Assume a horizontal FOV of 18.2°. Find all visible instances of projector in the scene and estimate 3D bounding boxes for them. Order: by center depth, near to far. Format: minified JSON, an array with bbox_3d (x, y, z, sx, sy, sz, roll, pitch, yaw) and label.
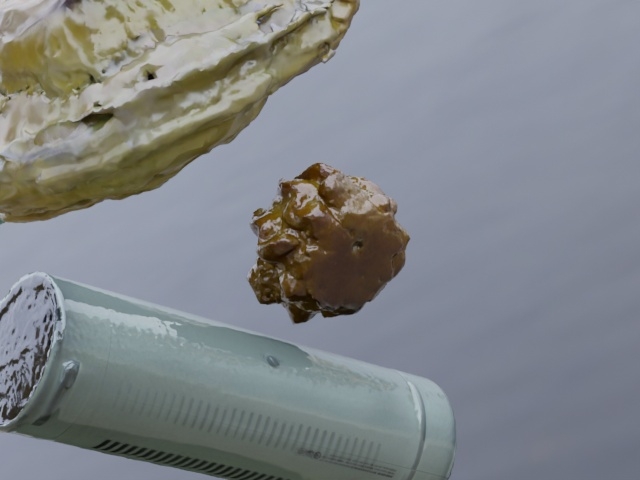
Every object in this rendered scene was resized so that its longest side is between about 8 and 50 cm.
[{"bbox_3d":[-0.063,0.111,1.359,0.108,0.337,0.108,-27,54,46],"label":"projector"}]

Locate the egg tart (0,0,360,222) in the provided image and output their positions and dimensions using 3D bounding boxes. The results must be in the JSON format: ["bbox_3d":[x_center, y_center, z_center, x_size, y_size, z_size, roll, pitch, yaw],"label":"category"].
[{"bbox_3d":[-0.141,-0.142,1.476,0.352,0.150,0.352,-23,17,7],"label":"egg tart"}]

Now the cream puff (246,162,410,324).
[{"bbox_3d":[0.000,0.000,1.388,0.116,0.122,0.094,-15,30,-25],"label":"cream puff"}]

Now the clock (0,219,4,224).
[{"bbox_3d":[-0.344,-0.026,1.880,0.101,0.041,0.135,7,2,4],"label":"clock"}]
